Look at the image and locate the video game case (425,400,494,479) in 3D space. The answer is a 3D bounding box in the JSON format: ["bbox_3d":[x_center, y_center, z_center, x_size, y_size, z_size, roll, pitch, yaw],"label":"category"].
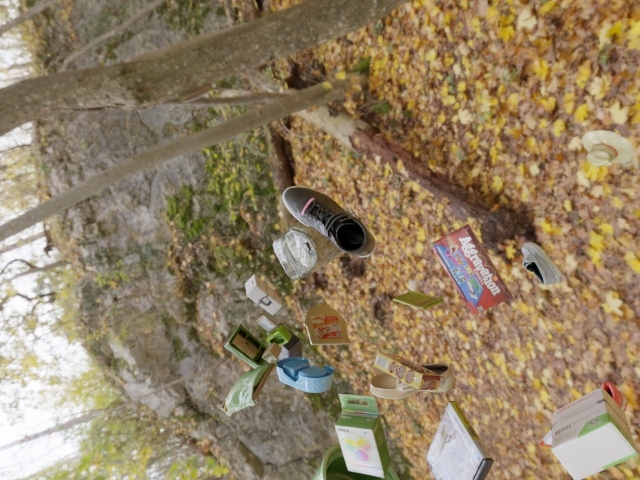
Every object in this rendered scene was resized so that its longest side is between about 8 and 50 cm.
[{"bbox_3d":[0.452,0.731,1.422,0.248,0.035,0.274,-114,36,-65],"label":"video game case"}]

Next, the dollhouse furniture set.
[{"bbox_3d":[-0.254,0.412,1.443,0.151,0.198,0.301,42,-141,-10],"label":"dollhouse furniture set"}]

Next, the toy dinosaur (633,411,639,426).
[{"bbox_3d":[1.142,0.647,1.483,0.090,0.047,0.082,45,151,23],"label":"toy dinosaur"}]

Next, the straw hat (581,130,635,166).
[{"bbox_3d":[0.803,-0.245,1.215,0.144,0.061,0.144,40,175,4],"label":"straw hat"}]

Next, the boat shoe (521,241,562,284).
[{"bbox_3d":[0.815,0.085,1.611,0.227,0.081,0.079,-104,-1,-56],"label":"boat shoe"}]

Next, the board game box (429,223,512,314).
[{"bbox_3d":[0.503,0.098,1.424,0.281,0.145,0.027,59,-154,1],"label":"board game box"}]

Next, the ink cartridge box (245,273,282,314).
[{"bbox_3d":[-0.239,0.224,1.770,0.150,0.063,0.109,43,-173,-27],"label":"ink cartridge box"}]

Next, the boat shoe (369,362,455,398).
[{"bbox_3d":[0.355,0.543,1.696,0.121,0.342,0.110,-84,-24,-53],"label":"boat shoe"}]

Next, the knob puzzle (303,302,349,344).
[{"bbox_3d":[0.017,0.347,1.765,0.030,0.213,0.213,119,148,-43],"label":"knob puzzle"}]

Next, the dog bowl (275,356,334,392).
[{"bbox_3d":[-0.072,0.594,1.885,0.166,0.297,0.073,-5,-84,-47],"label":"dog bowl"}]

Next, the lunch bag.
[{"bbox_3d":[0.000,0.000,1.732,0.256,0.305,0.212,-24,92,53],"label":"lunch bag"}]

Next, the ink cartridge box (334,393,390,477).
[{"bbox_3d":[0.108,0.516,1.129,0.062,0.109,0.209,-38,-63,-57],"label":"ink cartridge box"}]

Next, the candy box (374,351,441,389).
[{"bbox_3d":[0.279,0.422,1.378,0.109,0.187,0.053,19,-94,-40],"label":"candy box"}]

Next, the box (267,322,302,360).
[{"bbox_3d":[-0.177,0.527,2.127,0.158,0.093,0.155,32,139,33],"label":"box"}]

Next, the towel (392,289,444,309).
[{"bbox_3d":[0.393,0.239,1.731,0.237,0.102,0.021,-177,71,-70],"label":"towel"}]

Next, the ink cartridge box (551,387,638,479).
[{"bbox_3d":[0.862,0.610,1.360,0.114,0.198,0.273,53,-154,16],"label":"ink cartridge box"}]

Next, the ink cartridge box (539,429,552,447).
[{"bbox_3d":[0.943,0.792,1.641,0.179,0.146,0.045,82,-161,-44],"label":"ink cartridge box"}]

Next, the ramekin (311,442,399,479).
[{"bbox_3d":[0.105,0.810,1.329,0.304,0.148,0.303,26,-157,-12],"label":"ramekin"}]

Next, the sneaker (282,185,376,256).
[{"bbox_3d":[0.019,-0.061,1.109,0.296,0.104,0.147,35,-179,8],"label":"sneaker"}]

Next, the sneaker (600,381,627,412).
[{"bbox_3d":[1.116,0.703,1.686,0.136,0.116,0.313,50,-122,-25],"label":"sneaker"}]
